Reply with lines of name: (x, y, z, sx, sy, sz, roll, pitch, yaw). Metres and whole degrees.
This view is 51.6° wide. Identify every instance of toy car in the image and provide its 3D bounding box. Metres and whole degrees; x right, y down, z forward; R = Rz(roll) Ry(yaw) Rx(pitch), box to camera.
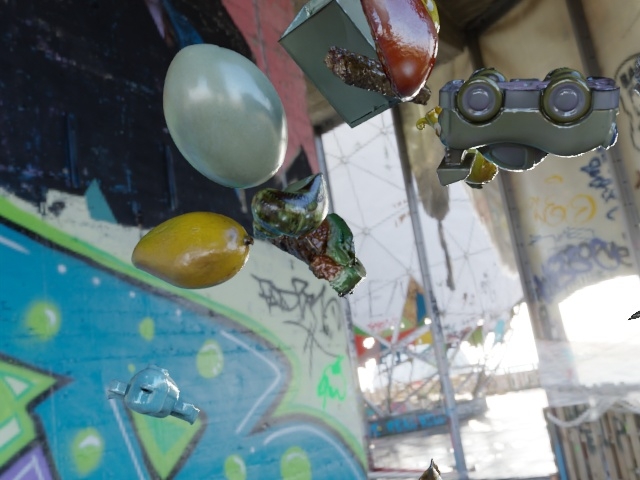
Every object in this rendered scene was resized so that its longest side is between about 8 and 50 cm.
toy car: (0.410, -0.227, 1.337, 0.335, 0.227, 0.242, 5, 20, 16)

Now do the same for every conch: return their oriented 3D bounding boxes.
conch: (-0.070, -0.073, 1.501, 0.181, 0.124, 0.187, -10, 16, 7)

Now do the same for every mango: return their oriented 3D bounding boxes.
mango: (-0.288, 0.023, 1.475, 0.316, 0.177, 0.119, -2, -19, 24)

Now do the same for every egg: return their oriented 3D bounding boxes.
egg: (-0.154, -0.201, 1.085, 0.186, 0.253, 0.187, -27, 27, 15)

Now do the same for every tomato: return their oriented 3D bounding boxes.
tomato: (0.109, -0.268, 0.871, 0.082, 0.174, 0.166, -21, -14, 8)

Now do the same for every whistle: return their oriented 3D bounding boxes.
whistle: (-0.327, 0.301, 1.299, 0.186, 0.093, 0.274, 18, -21, -2)

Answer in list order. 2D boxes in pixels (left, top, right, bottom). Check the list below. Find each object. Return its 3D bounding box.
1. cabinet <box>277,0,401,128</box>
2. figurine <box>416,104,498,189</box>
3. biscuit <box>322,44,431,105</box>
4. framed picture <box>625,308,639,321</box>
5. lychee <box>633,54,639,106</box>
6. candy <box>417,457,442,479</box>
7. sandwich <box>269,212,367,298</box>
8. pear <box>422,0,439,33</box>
cabinet: (0.063, -0.340, 1.163, 0.145, 0.150, 0.206, -22, -59, 42)
figurine: (0.362, -0.241, 1.722, 0.156, 0.246, 0.131, -36, 1, -32)
biscuit: (0.090, -0.249, 1.009, 0.199, 0.064, 0.034, 3, -49, -44)
framed picture: (0.703, 0.098, 1.290, 0.195, 0.010, 0.199, 0, -37, -45)
lychee: (0.843, -0.347, 1.339, 0.380, 0.381, 0.432, -13, -18, 18)
candy: (0.245, 0.658, 1.584, 0.101, 0.271, 0.143, 11, -36, 21)
sandwich: (0.000, 0.000, 1.716, 0.301, 0.162, 0.250, 33, 8, 5)
pear: (0.171, -0.517, 1.564, 0.208, 0.209, 0.209, -9, -12, -2)
